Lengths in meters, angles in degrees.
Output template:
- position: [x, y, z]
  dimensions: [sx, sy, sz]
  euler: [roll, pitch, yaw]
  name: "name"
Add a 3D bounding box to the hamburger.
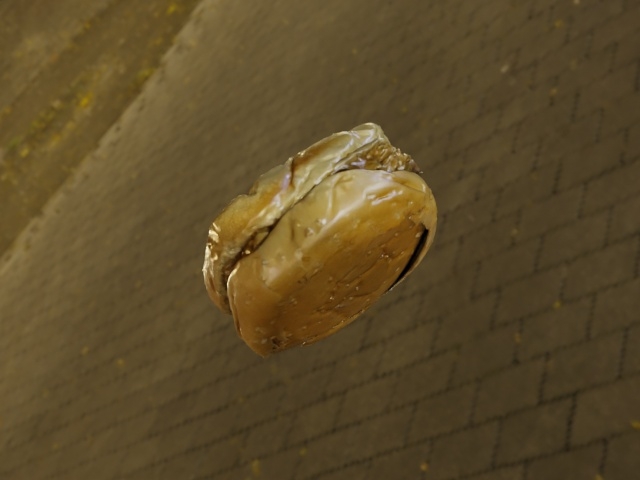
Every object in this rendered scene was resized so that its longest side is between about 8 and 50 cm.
- position: [0.000, -0.001, 1.040]
  dimensions: [0.214, 0.214, 0.108]
  euler: [-44, 65, 13]
  name: "hamburger"
